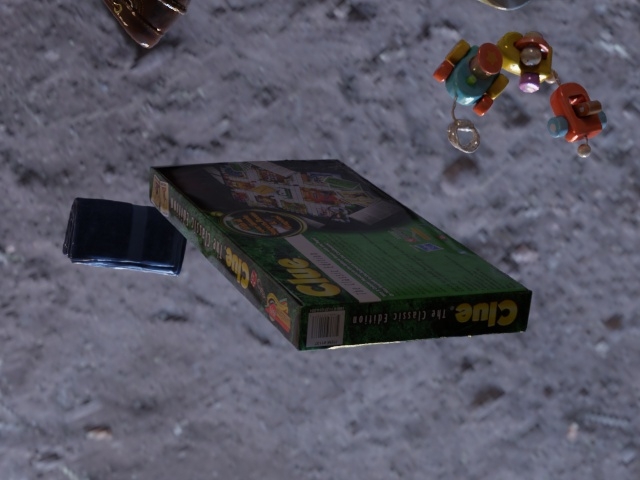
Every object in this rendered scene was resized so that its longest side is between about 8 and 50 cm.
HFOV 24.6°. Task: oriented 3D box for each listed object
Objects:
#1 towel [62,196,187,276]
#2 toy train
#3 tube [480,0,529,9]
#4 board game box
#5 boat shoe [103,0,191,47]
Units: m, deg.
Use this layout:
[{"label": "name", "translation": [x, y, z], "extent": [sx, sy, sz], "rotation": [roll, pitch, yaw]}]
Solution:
[{"label": "towel", "translation": [-0.191, -0.004, 1.456], "extent": [0.119, 0.029, 0.067], "rotation": [8, 96, -21]}, {"label": "toy train", "translation": [0.182, -0.133, 1.300], "extent": [0.166, 0.125, 0.046], "rotation": [-7, 162, -30]}, {"label": "tube", "translation": [0.131, -0.265, 1.382], "extent": [0.062, 0.240, 0.070], "rotation": [15, 104, -22]}, {"label": "board game box", "translation": [0.000, 0.000, 0.863], "extent": [0.136, 0.259, 0.030], "rotation": [-1, 109, -23]}, {"label": "boat shoe", "translation": [-0.172, -0.216, 1.089], "extent": [0.073, 0.207, 0.073], "rotation": [19, 109, -52]}]
